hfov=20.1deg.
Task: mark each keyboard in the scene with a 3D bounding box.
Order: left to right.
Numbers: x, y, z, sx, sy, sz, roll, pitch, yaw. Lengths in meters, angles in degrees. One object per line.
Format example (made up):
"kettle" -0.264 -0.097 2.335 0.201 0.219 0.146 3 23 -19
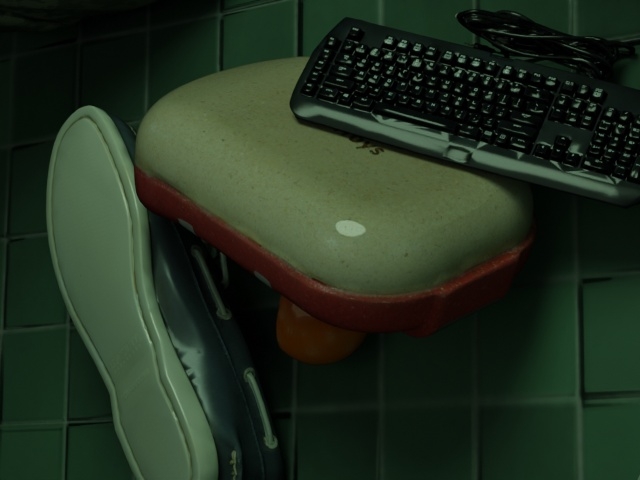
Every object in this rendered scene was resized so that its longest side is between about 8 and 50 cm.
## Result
"keyboard" 0.086 -0.083 0.915 0.192 0.038 0.100 16 56 17

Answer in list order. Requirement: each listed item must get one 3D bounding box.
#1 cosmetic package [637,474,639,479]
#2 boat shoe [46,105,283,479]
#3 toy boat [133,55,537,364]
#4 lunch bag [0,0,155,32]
"cosmetic package" 0.274 0.220 0.508 0.329 0.393 0.327 32 102 41
"boat shoe" -0.088 0.036 1.052 0.095 0.079 0.254 -46 59 41
"toy boat" 0.000 0.000 0.977 0.231 0.151 0.151 33 132 37
"lunch bag" -0.207 -0.240 1.061 0.256 0.305 0.213 7 90 42
